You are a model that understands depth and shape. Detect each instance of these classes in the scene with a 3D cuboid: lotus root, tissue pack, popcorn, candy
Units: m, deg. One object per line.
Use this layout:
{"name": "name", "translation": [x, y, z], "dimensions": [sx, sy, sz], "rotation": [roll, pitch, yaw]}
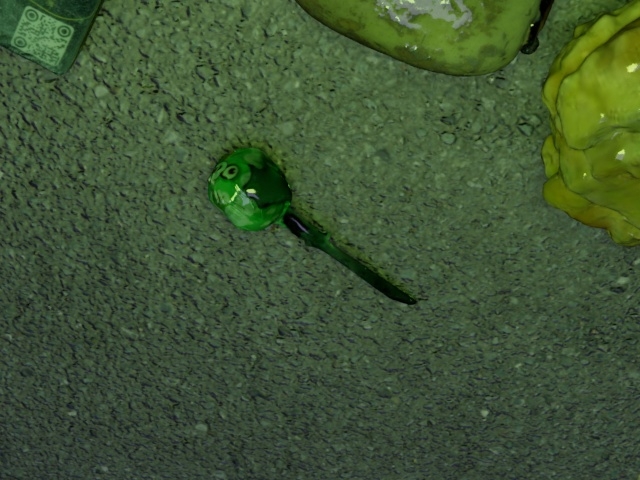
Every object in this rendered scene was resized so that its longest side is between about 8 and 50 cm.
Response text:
{"name": "lotus root", "translation": [0.077, -0.264, 1.066], "dimensions": [0.309, 0.173, 0.173], "rotation": [17, 125, -1]}
{"name": "tissue pack", "translation": [-0.297, -0.320, 1.123], "dimensions": [0.185, 0.081, 0.257], "rotation": [27, 124, -12]}
{"name": "popcorn", "translation": [0.344, -0.107, 1.104], "dimensions": [0.252, 0.215, 0.286], "rotation": [-39, 116, 22]}
{"name": "candy", "translation": [-0.001, 0.000, 1.316], "dimensions": [0.323, 0.097, 0.097], "rotation": [36, 122, -25]}
